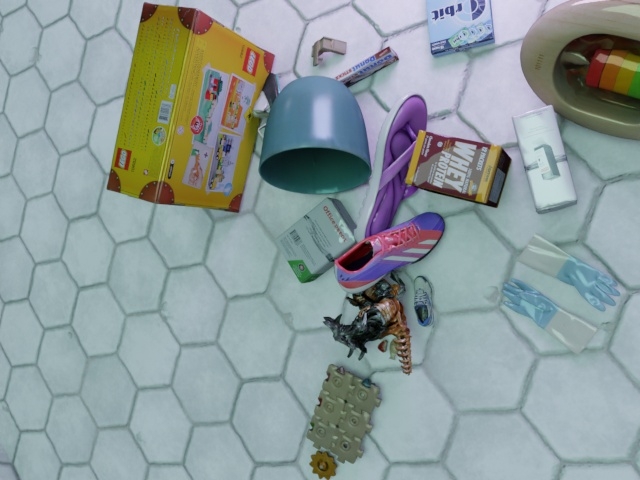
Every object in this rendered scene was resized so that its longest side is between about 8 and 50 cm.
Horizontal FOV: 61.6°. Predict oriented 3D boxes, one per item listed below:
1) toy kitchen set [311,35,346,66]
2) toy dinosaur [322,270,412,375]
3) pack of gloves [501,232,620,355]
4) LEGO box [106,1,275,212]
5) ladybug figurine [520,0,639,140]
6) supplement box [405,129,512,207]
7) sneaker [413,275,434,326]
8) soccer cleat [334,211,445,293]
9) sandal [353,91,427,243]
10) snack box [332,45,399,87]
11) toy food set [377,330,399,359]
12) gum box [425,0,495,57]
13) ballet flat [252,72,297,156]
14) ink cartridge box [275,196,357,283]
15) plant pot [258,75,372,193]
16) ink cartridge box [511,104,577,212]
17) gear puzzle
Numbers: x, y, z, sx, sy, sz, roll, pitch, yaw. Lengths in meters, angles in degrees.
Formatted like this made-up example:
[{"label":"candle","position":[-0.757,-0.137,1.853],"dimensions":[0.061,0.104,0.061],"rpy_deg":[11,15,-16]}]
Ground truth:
[{"label":"toy kitchen set","position":[0.021,-0.527,1.529],"dimensions":[0.083,0.075,0.068],"rpy_deg":[-179,94,-65]},{"label":"toy dinosaur","position":[0.139,0.193,1.388],"dimensions":[0.218,0.164,0.322],"rpy_deg":[-36,36,13]},{"label":"pack of gloves","position":[0.562,0.122,1.269],"dimensions":[0.232,0.046,0.195],"rpy_deg":[36,116,24]},{"label":"LEGO box","position":[-0.352,-0.348,1.520],"dimensions":[0.193,0.372,0.500],"rpy_deg":[17,97,25]},{"label":"ladybug figurine","position":[0.653,-0.368,1.113],"dimensions":[0.449,0.305,0.162],"rpy_deg":[28,58,22]},{"label":"supplement box","position":[0.334,-0.167,1.285],"dimensions":[0.191,0.194,0.129],"rpy_deg":[17,97,25]},{"label":"sneaker","position":[0.266,0.159,1.392],"dimensions":[0.052,0.058,0.135],"rpy_deg":[-11,84,25]},{"label":"soccer cleat","position":[0.176,0.016,1.353],"dimensions":[0.318,0.116,0.108],"rpy_deg":[-32,56,-3]},{"label":"sandal","position":[0.207,-0.161,1.365],"dimensions":[0.102,0.169,0.416],"rpy_deg":[31,116,37]},{"label":"snack box","position":[0.122,-0.467,1.461],"dimensions":[0.178,0.064,0.022],"rpy_deg":[-23,78,24]},{"label":"toy food set","position":[0.188,0.253,1.449],"dimensions":[0.078,0.019,0.122],"rpy_deg":[21,98,24]},{"label":"gum box","position":[0.352,-0.578,1.363],"dimensions":[0.157,0.041,0.184],"rpy_deg":[-7,86,25]},{"label":"ballet flat","position":[-0.141,-0.353,1.560],"dimensions":[0.096,0.095,0.280],"rpy_deg":[-13,82,-13]},{"label":"ink cartridge box","position":[0.000,0.000,1.505],"dimensions":[0.208,0.087,0.153],"rpy_deg":[-37,74,22]},{"label":"plant pot","position":[-0.012,-0.284,1.414],"dimensions":[0.293,0.293,0.235],"rpy_deg":[-7,71,26]},{"label":"ink cartridge box","position":[0.511,-0.177,1.219],"dimensions":[0.092,0.158,0.218],"rpy_deg":[-13,84,25]},{"label":"gear puzzle","position":[0.056,0.524,1.505],"dimensions":[0.175,0.044,0.339],"rpy_deg":[21,102,23]}]
